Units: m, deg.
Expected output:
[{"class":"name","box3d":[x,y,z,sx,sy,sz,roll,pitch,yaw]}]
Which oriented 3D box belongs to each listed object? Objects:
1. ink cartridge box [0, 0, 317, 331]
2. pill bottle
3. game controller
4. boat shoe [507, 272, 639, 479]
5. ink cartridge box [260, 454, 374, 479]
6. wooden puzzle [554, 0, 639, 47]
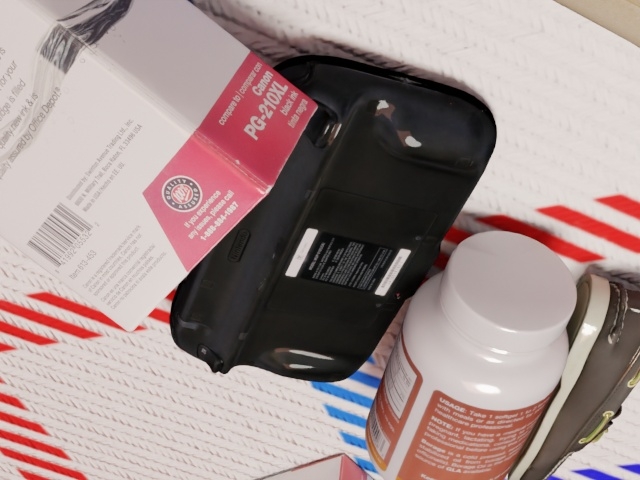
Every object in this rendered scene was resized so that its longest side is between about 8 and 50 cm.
[{"class":"ink cartridge box","box3d":[-0.152,-0.082,0.737,0.237,0.100,0.172,38,131,-11]},{"class":"pill bottle","box3d":[0.112,0.097,0.909,0.121,0.121,0.216,12,137,-4]},{"class":"game controller","box3d":[0.000,0.000,0.879,0.167,0.067,0.319,6,140,-19]},{"class":"boat shoe","box3d":[0.203,0.122,0.951,0.069,0.081,0.227,14,135,-1]},{"class":"ink cartridge box","box3d":[0.030,0.294,1.173,0.115,0.067,0.198,-23,129,29]},{"class":"wooden puzzle","box3d":[0.164,-0.211,0.625,0.221,0.044,0.238,23,136,-18]}]
